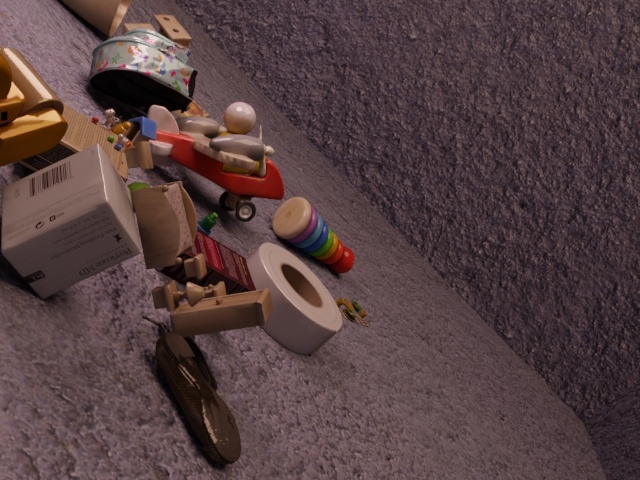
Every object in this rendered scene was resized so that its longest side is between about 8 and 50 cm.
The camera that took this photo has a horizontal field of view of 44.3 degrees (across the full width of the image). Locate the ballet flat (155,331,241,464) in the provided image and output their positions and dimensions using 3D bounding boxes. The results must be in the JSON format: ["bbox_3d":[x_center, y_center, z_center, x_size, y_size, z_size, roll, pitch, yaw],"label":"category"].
[{"bbox_3d":[-0.213,0.269,1.321,0.249,0.058,0.084,56,20,17],"label":"ballet flat"}]

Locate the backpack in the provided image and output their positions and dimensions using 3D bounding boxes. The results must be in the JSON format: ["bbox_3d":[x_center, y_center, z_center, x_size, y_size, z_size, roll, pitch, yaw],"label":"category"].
[{"bbox_3d":[-0.476,-0.447,2.081,0.254,0.225,0.191,13,75,-42],"label":"backpack"}]

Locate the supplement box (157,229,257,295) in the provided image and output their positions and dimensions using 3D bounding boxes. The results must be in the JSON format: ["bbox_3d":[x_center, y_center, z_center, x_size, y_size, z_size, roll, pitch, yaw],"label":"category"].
[{"bbox_3d":[-0.256,0.050,1.718,0.239,0.073,0.130,34,20,-37],"label":"supplement box"}]

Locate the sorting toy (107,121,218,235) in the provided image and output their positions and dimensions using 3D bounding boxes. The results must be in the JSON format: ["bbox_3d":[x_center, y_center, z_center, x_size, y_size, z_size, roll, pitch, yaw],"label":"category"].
[{"bbox_3d":[-0.373,-0.133,1.771,0.365,0.126,0.127,43,15,-10],"label":"sorting toy"}]

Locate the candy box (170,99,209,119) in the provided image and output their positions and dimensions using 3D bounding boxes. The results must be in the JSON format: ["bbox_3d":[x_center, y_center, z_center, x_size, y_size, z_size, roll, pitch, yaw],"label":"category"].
[{"bbox_3d":[-0.489,-0.443,2.329,0.316,0.087,0.183,45,14,-9],"label":"candy box"}]

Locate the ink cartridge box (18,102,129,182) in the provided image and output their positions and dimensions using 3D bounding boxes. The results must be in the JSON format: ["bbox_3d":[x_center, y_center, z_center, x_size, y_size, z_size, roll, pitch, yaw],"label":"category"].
[{"bbox_3d":[-0.485,-0.177,1.570,0.193,0.088,0.234,32,13,-22],"label":"ink cartridge box"}]

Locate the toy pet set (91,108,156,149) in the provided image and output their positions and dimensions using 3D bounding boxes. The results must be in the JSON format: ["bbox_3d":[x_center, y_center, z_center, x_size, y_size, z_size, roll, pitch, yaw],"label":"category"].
[{"bbox_3d":[-0.398,-0.235,1.654,0.122,0.065,0.114,45,15,31],"label":"toy pet set"}]

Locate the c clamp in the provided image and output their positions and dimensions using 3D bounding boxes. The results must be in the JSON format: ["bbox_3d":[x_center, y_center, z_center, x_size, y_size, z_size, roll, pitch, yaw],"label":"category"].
[{"bbox_3d":[-0.251,0.212,1.422,0.160,0.022,0.137,53,11,28],"label":"c clamp"}]

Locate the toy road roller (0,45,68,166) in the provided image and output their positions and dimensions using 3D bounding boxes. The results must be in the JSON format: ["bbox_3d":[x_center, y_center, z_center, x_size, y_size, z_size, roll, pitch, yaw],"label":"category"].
[{"bbox_3d":[-0.552,-0.253,1.250,0.202,0.240,0.329,49,36,6],"label":"toy road roller"}]

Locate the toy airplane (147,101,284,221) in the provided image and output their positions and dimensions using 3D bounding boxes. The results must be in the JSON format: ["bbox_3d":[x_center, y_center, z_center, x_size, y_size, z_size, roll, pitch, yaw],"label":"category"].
[{"bbox_3d":[-0.280,-0.252,2.042,0.386,0.272,0.384,32,1,14],"label":"toy airplane"}]

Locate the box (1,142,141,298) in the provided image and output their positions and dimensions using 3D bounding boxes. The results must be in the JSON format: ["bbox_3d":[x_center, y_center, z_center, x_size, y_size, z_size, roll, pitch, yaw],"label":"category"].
[{"bbox_3d":[-0.403,-0.034,1.268,0.182,0.181,0.119,-116,-179,-48],"label":"box"}]

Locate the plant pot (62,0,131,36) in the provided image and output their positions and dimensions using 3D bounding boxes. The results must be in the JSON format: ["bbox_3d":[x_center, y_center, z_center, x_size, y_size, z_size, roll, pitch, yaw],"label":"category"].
[{"bbox_3d":[-0.718,-0.804,2.407,0.274,0.256,0.256,26,20,-13],"label":"plant pot"}]

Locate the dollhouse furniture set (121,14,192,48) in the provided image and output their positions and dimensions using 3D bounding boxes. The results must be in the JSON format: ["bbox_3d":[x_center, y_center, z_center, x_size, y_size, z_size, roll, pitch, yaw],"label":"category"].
[{"bbox_3d":[-0.501,-0.576,2.306,0.184,0.129,0.129,-12,51,-38],"label":"dollhouse furniture set"}]

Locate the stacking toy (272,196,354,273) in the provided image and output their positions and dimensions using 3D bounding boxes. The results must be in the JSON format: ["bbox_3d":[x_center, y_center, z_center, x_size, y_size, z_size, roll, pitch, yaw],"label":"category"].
[{"bbox_3d":[0.000,0.000,2.458,0.330,0.141,0.141,38,17,-42],"label":"stacking toy"}]

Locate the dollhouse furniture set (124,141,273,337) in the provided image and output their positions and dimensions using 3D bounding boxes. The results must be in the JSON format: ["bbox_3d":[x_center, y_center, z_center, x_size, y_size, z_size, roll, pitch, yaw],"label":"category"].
[{"bbox_3d":[-0.205,-0.018,1.457,0.303,0.174,0.355,-69,150,-81],"label":"dollhouse furniture set"}]

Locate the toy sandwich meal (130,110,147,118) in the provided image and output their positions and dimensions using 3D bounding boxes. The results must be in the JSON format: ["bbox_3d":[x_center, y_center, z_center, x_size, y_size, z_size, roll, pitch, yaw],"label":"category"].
[{"bbox_3d":[-0.486,-0.320,2.143,0.086,0.029,0.085,32,15,-10],"label":"toy sandwich meal"}]

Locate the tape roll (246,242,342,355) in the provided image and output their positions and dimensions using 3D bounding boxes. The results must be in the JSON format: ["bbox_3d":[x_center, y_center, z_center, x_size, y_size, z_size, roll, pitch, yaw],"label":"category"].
[{"bbox_3d":[-0.077,0.141,1.923,0.286,0.100,0.286,43,14,-14],"label":"tape roll"}]

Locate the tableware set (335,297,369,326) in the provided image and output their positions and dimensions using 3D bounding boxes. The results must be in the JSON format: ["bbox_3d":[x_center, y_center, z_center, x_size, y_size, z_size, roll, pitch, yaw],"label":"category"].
[{"bbox_3d":[0.097,0.207,2.378,0.154,0.024,0.104,25,26,-53],"label":"tableware set"}]
